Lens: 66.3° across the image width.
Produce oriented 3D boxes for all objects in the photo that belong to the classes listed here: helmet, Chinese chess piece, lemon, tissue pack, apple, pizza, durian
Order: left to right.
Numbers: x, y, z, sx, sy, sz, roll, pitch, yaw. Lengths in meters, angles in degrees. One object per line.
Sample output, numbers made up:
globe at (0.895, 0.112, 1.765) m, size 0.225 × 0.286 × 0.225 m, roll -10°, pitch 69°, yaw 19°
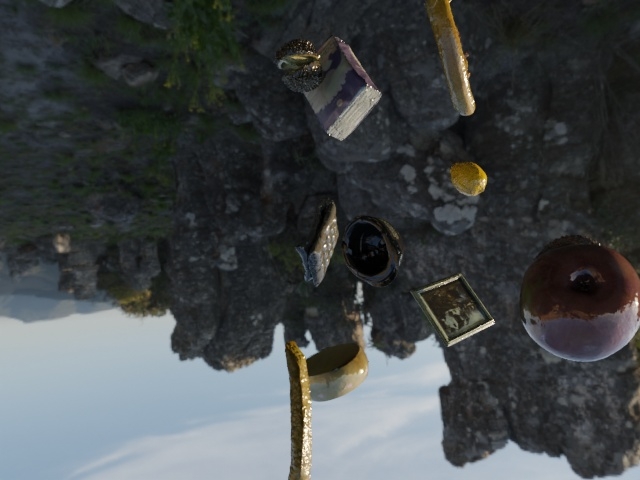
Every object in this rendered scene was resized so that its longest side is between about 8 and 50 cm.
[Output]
durian at (-0.069, -0.625, 1.754) m, size 0.166 × 0.196 × 0.196 m, roll -1°, pitch 179°, yaw 28°
Chinese chess piece at (0.041, 0.439, 1.645) m, size 0.250 × 0.097 × 0.251 m, roll -22°, pitch -174°, yaw 2°
tissue pack at (0.063, -0.586, 1.868) m, size 0.125 × 0.344 × 0.242 m, roll 11°, pitch 133°, yaw -43°
helmet at (0.215, 0.032, 1.811) m, size 0.160 × 0.279 × 0.231 m, roll -11°, pitch 143°, yaw -50°
pizza at (0.278, -0.390, 1.030) m, size 0.056 × 0.271 × 0.134 m, roll -12°, pitch -157°, yaw 25°
lemon at (0.539, -0.228, 1.795) m, size 0.114 × 0.155 × 0.114 m, roll -29°, pitch 146°, yaw -22°
apple at (0.639, 0.143, 1.215) m, size 0.305 × 0.306 × 0.235 m, roll -8°, pitch 144°, yaw 18°

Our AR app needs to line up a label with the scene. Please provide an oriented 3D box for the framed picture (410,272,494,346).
framed picture at (0.482, 0.237, 1.760) m, size 0.296 × 0.232 × 0.019 m, roll -13°, pitch 152°, yaw -38°

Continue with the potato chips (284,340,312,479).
potato chips at (-0.060, 0.465, 1.321) m, size 0.080 × 0.407 × 0.057 m, roll -24°, pitch 148°, yaw 38°

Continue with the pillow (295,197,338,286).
pillow at (0.000, 0.000, 2.075) m, size 0.101 × 0.326 × 0.228 m, roll 11°, pitch 141°, yaw 16°

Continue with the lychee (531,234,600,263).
lychee at (0.876, 0.129, 1.699) m, size 0.299 × 0.300 × 0.300 m, roll -7°, pitch 176°, yaw 0°
